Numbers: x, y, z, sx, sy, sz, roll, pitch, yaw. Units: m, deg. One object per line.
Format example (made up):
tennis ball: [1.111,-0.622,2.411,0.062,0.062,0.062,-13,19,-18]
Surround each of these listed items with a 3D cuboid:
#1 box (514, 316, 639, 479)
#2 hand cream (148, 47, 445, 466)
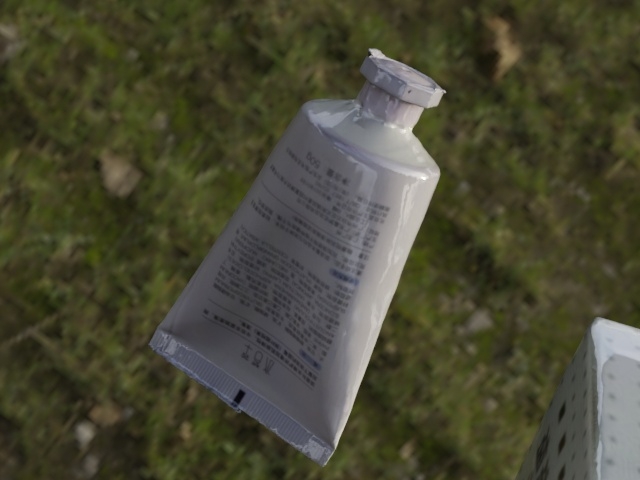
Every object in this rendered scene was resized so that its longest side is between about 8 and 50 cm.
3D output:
box: [0.123,0.198,0.599,0.210,0.330,0.095,17,36,-4]
hand cream: [0.000,0.000,0.706,0.084,0.142,0.053,33,19,21]
